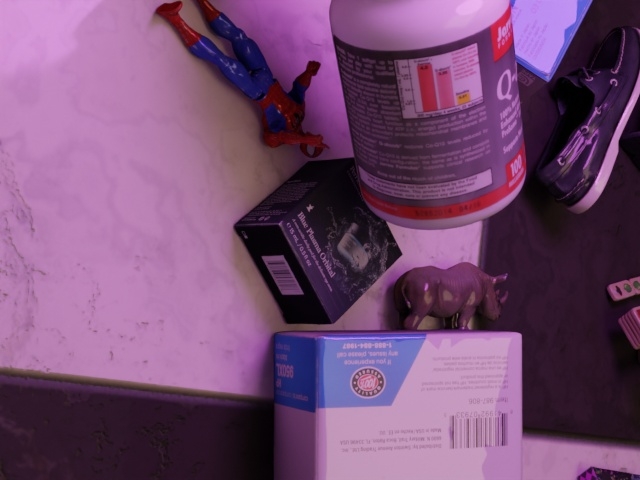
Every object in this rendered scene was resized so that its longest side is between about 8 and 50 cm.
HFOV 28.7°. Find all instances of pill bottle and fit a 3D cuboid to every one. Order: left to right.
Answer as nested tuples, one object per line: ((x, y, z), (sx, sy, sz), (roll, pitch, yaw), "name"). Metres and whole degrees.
((0.124, -0.212, 1.461), (0.210, 0.210, 0.363), (-40, 133, -35), "pill bottle")

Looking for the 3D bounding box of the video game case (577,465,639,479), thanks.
((0.527, 0.481, 1.990), (0.210, 0.042, 0.232), (16, 43, -36), "video game case")

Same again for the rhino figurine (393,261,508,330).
((0.194, 0.084, 1.778), (0.243, 0.073, 0.106), (-4, 94, -43), "rhino figurine")

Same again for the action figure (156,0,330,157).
((-0.061, -0.203, 1.526), (0.280, 0.139, 0.091), (50, 60, -31), "action figure")

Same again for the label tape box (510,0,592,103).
((0.262, -0.285, 1.720), (0.106, 0.334, 0.241), (31, 74, -4), "label tape box")

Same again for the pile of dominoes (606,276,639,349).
((0.602, 0.135, 2.094), (0.251, 0.040, 0.196), (-11, 66, -40), "pile of dominoes")

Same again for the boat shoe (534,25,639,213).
((0.412, -0.211, 1.951), (0.113, 0.127, 0.340), (27, 72, -13), "boat shoe")

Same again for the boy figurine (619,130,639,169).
((0.605, -0.261, 2.136), (0.177, 0.092, 0.285), (41, 63, -32), "boy figurine")

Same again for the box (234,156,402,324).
((0.000, 0.000, 1.598), (0.158, 0.093, 0.156), (-43, 116, -35), "box")

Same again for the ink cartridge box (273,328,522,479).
((0.095, 0.311, 1.577), (0.285, 0.166, 0.395), (1, 87, -23), "ink cartridge box")

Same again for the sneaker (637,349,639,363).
((0.628, 0.200, 2.154), (0.188, 0.071, 0.066), (-2, 90, -41), "sneaker")
